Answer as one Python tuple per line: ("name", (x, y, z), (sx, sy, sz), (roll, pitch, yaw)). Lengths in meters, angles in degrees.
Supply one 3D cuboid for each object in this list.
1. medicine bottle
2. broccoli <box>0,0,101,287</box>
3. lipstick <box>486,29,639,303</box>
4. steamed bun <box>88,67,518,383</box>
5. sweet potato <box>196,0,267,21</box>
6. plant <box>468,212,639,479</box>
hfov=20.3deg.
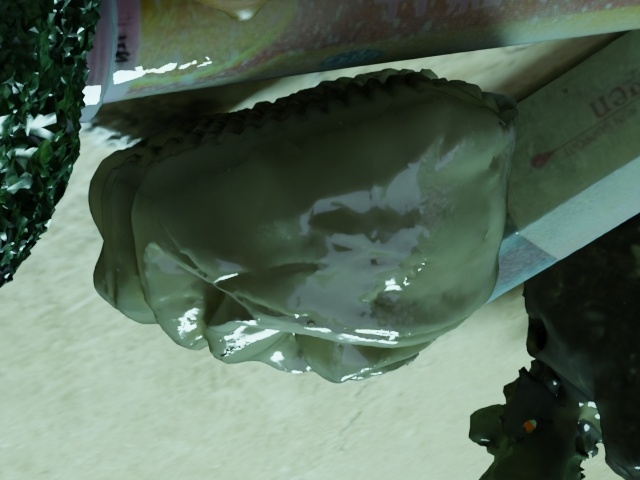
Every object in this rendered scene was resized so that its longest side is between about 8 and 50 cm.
("medicine bottle", (0.069, -0.135, 0.820), (0.426, 0.108, 0.108), (-11, 152, -26))
("broccoli", (-0.185, -0.094, 0.544), (0.308, 0.275, 0.308), (-51, -176, 5))
("lipstick", (0.212, -0.086, 1.045), (0.371, 0.076, 0.080), (-33, 153, 17))
("steamed bun", (0.000, 0.000, 0.874), (0.218, 0.144, 0.211), (-16, -170, 3))
("sweet potato", (-0.023, -0.207, 0.592), (0.097, 0.097, 0.291), (-8, 130, -28))
("plant", (0.226, 0.100, 1.265), (0.312, 0.213, 0.215), (-30, 157, 20))
